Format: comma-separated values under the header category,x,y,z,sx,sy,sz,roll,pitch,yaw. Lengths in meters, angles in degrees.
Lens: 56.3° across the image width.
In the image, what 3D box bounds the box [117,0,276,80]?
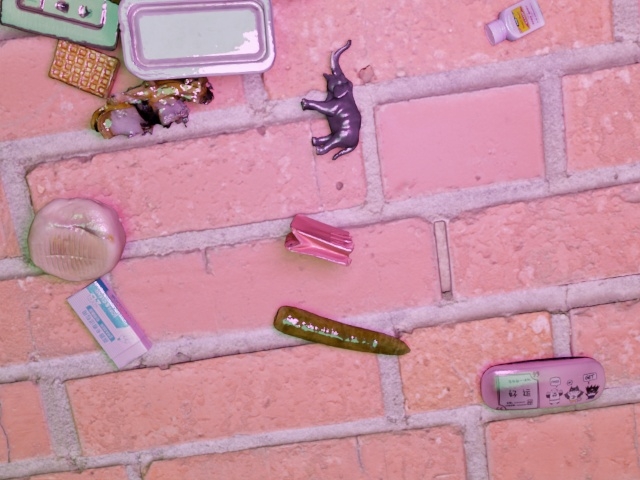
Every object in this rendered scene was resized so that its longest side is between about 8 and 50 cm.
category,x,y,z,sx,sy,sz,roll,pitch,yaw
box,-0.263,-0.439,1.303,0.312,0.182,0.175,-6,101,-9

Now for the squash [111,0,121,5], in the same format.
category,x,y,z,sx,sy,sz,roll,pitch,yaw
squash,-0.345,-0.620,1.178,0.310,0.309,0.310,-5,107,-16

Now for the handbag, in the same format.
category,x,y,z,sx,sy,sz,roll,pitch,yaw
handbag,0.000,0.000,1.392,0.157,0.212,0.059,18,101,-3

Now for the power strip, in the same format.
category,x,y,z,sx,sy,sz,roll,pitch,yaw
power strip,-0.566,-0.579,1.342,0.251,0.092,0.257,10,103,-19

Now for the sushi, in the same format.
category,x,y,z,sx,sy,sz,roll,pitch,yaw
sushi,-0.392,-0.306,1.379,0.291,0.139,0.131,-13,109,2

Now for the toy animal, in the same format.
category,x,y,z,sx,sy,sz,roll,pitch,yaw
toy animal,0.022,-0.323,1.396,0.137,0.082,0.269,-8,97,-1

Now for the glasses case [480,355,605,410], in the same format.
category,x,y,z,sx,sy,sz,roll,pitch,yaw
glasses case,0.566,0.365,1.526,0.314,0.075,0.122,-5,98,2

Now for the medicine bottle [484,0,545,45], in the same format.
category,x,y,z,sx,sy,sz,roll,pitch,yaw
medicine bottle,0.440,-0.496,1.365,0.118,0.055,0.074,-25,101,6

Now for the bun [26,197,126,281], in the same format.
category,x,y,z,sx,sy,sz,roll,pitch,yaw
bun,-0.583,-0.014,1.442,0.229,0.145,0.229,-5,135,-5

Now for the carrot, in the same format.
category,x,y,z,sx,sy,sz,roll,pitch,yaw
carrot,0.057,0.239,1.516,0.358,0.074,0.074,15,101,-5

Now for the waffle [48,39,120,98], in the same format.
category,x,y,z,sx,sy,sz,roll,pitch,yaw
waffle,-0.553,-0.405,1.406,0.148,0.042,0.102,22,99,-3

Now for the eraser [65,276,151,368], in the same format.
category,x,y,z,sx,sy,sz,roll,pitch,yaw
eraser,-0.537,0.210,1.525,0.095,0.052,0.225,-33,98,5
